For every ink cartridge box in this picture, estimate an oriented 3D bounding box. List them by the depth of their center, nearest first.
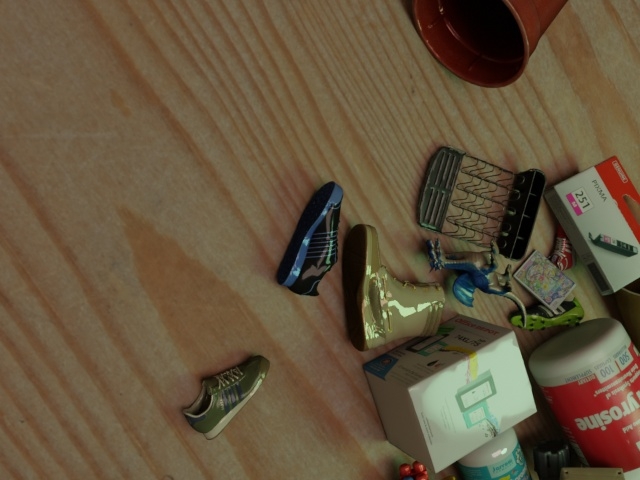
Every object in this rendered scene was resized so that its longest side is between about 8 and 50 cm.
[{"bbox_3d":[0.271,0.311,1.651,0.270,0.198,0.197,-24,104,-21],"label":"ink cartridge box"},{"bbox_3d":[0.681,-0.046,1.816,0.239,0.060,0.275,-26,84,-19],"label":"ink cartridge box"}]

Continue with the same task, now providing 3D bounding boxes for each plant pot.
[{"bbox_3d":[0.371,-0.498,1.580,0.265,0.272,0.272,-47,112,-21],"label":"plant pot"},{"bbox_3d":[0.825,0.168,1.888,0.237,0.237,0.254,-27,122,-19],"label":"plant pot"}]

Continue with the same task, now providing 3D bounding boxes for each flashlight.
[{"bbox_3d":[0.548,0.610,1.806,0.103,0.103,0.304,-7,96,-6],"label":"flashlight"}]

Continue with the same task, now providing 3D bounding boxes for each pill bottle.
[{"bbox_3d":[0.383,0.500,1.751,0.146,0.146,0.264,-29,107,-19],"label":"pill bottle"},{"bbox_3d":[0.663,0.399,1.771,0.229,0.229,0.408,-30,92,-18],"label":"pill bottle"}]

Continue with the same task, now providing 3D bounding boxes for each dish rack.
[{"bbox_3d":[0.346,-0.085,1.706,0.271,0.074,0.208,16,89,-25],"label":"dish rack"}]

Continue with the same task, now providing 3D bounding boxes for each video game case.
[{"bbox_3d":[0.515,0.092,1.805,0.122,0.011,0.087,43,77,7],"label":"video game case"}]

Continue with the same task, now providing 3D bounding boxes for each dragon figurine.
[{"bbox_3d":[0.336,0.086,1.700,0.289,0.144,0.085,50,33,-32],"label":"dragon figurine"}]

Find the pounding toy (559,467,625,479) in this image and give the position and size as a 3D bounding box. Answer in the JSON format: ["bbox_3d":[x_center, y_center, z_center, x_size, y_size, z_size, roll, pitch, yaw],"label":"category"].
[{"bbox_3d":[0.543,0.576,1.699,0.206,0.094,0.181,-2,127,7],"label":"pounding toy"}]

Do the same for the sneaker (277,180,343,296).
[{"bbox_3d":[0.000,0.000,1.562,0.090,0.081,0.232,26,92,-27],"label":"sneaker"}]

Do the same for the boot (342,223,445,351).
[{"bbox_3d":[0.156,0.088,1.630,0.203,0.095,0.262,-6,96,-25],"label":"boot"}]

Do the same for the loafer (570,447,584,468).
[{"bbox_3d":[0.630,0.546,1.908,0.087,0.094,0.251,45,73,-10],"label":"loafer"}]

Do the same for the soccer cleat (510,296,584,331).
[{"bbox_3d":[0.523,0.167,1.828,0.179,0.072,0.060,-3,139,-8],"label":"soccer cleat"}]

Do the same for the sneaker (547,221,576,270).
[{"bbox_3d":[0.557,0.018,1.829,0.067,0.042,0.118,-22,107,-24],"label":"sneaker"}]

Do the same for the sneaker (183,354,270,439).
[{"bbox_3d":[-0.186,0.288,1.514,0.086,0.064,0.192,43,82,-27],"label":"sneaker"}]

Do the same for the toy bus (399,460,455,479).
[{"bbox_3d":[0.249,0.575,1.680,0.220,0.149,0.211,-11,93,4],"label":"toy bus"}]
